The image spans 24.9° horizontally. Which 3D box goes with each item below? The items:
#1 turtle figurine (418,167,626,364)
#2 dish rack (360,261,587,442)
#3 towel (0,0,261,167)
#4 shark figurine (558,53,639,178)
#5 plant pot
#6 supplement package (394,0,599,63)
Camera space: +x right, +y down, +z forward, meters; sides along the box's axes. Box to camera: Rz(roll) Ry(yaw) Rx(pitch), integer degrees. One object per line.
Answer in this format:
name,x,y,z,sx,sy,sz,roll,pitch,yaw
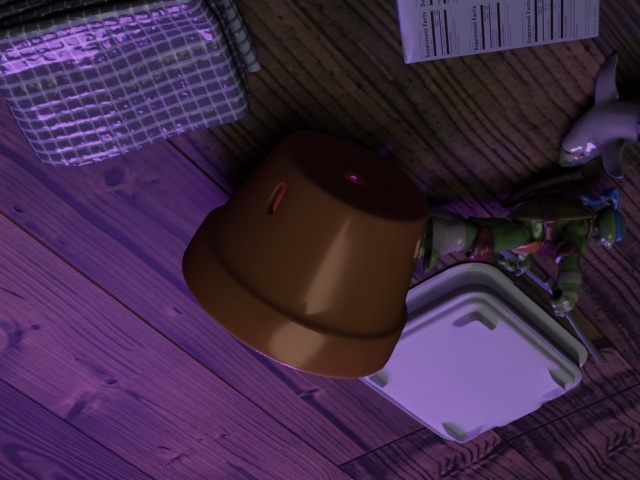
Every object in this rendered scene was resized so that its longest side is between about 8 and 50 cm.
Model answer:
turtle figurine,0.258,0.043,1.893,0.266,0.198,0.275,5,133,-6
dish rack,0.214,0.185,2.137,0.285,0.072,0.333,-31,133,25
towel,-0.227,-0.209,1.623,0.283,0.121,0.235,-13,138,8
shark figurine,0.412,-0.119,1.739,0.116,0.278,0.166,1,112,-32
plant pot,0.000,0.000,1.782,0.291,0.291,0.203,17,116,-22
supplement package,0.170,-0.309,1.498,0.203,0.194,0.149,-7,137,3
